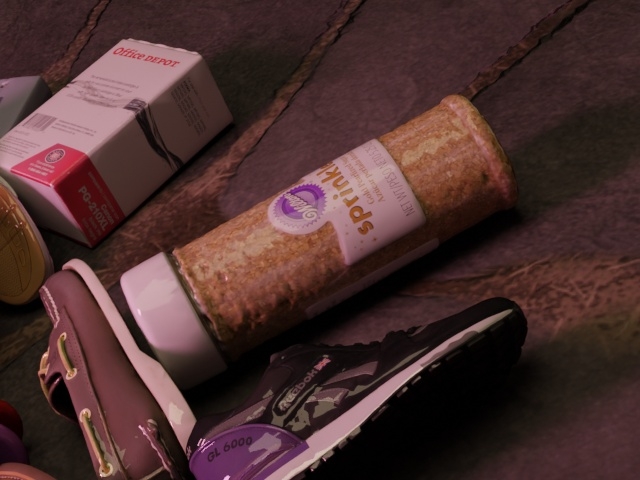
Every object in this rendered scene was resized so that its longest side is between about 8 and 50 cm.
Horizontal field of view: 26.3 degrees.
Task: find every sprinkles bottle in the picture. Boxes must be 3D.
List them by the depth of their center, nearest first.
[{"bbox_3d":[0.000,0.000,1.238,0.355,0.121,0.121,-29,34,-5],"label":"sprinkles bottle"}]

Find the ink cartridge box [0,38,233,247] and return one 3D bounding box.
[{"bbox_3d":[-0.244,-0.118,1.574,0.237,0.100,0.172,-44,38,-23],"label":"ink cartridge box"}]

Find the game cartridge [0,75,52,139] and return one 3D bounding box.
[{"bbox_3d":[-0.500,-0.129,1.804,0.294,0.060,0.196,-12,40,20],"label":"game cartridge"}]

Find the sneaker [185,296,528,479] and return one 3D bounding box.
[{"bbox_3d":[0.023,0.109,1.058,0.283,0.107,0.124,-33,55,-11],"label":"sneaker"}]

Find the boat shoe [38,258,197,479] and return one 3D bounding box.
[{"bbox_3d":[-0.196,0.123,1.212,0.096,0.117,0.324,-31,40,-12],"label":"boat shoe"}]

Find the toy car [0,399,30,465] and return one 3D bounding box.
[{"bbox_3d":[-0.326,0.188,1.207,0.136,0.159,0.182,8,25,-19],"label":"toy car"}]

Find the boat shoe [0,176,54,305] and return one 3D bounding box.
[{"bbox_3d":[-0.369,-0.027,1.520,0.098,0.096,0.277,-48,62,6],"label":"boat shoe"}]

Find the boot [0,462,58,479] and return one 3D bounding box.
[{"bbox_3d":[-0.185,0.263,1.032,0.305,0.112,0.115,23,67,46],"label":"boot"}]
